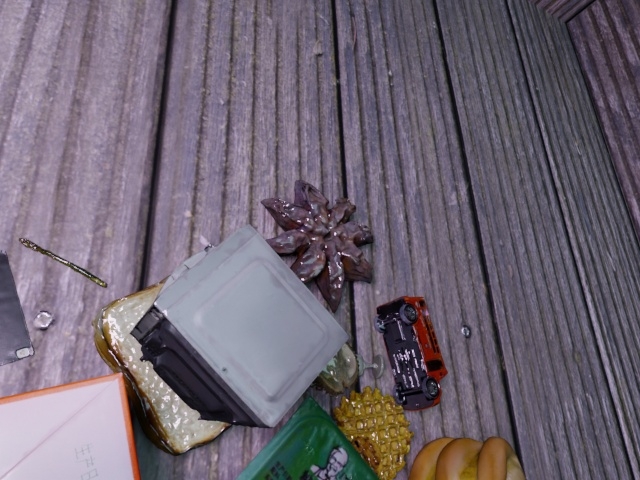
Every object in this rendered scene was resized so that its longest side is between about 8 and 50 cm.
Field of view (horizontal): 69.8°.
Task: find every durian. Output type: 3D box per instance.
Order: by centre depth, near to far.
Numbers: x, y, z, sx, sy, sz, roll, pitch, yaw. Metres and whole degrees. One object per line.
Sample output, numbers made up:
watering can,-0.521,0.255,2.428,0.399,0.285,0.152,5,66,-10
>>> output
durian,0.000,0.240,0.971,0.148,0.091,0.188,9,61,-42

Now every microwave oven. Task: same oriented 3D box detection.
microwave oven,-0.143,0.145,0.675,0.237,0.295,0.181,50,58,-5

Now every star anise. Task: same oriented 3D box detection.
star anise,0.000,0.002,1.058,0.332,0.117,0.331,11,62,-22

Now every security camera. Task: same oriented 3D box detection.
security camera,0.092,0.282,1.039,0.092,0.058,0.058,11,63,-14

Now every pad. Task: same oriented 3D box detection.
pad,-0.552,0.114,0.739,0.116,0.004,0.193,-16,78,-35

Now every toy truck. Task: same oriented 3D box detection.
toy truck,0.221,0.263,1.083,0.114,0.107,0.252,1,67,-40

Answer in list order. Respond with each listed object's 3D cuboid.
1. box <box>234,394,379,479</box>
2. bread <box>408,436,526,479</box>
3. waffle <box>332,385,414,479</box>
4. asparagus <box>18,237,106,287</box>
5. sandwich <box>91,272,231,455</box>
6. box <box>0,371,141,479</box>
box,-0.062,0.492,0.810,0.337,0.106,0.264,-38,92,-38
bread,0.286,0.549,0.911,0.211,0.270,0.315,16,67,-8
waffle,0.109,0.416,0.970,0.193,0.070,0.197,30,56,-18
asparagus,-0.460,0.040,0.823,0.166,0.013,0.016,34,45,-15
sandwich,-0.232,0.203,0.839,0.271,0.099,0.301,-29,89,-32
box,-0.391,0.386,0.542,0.319,0.257,0.348,-5,65,-37
